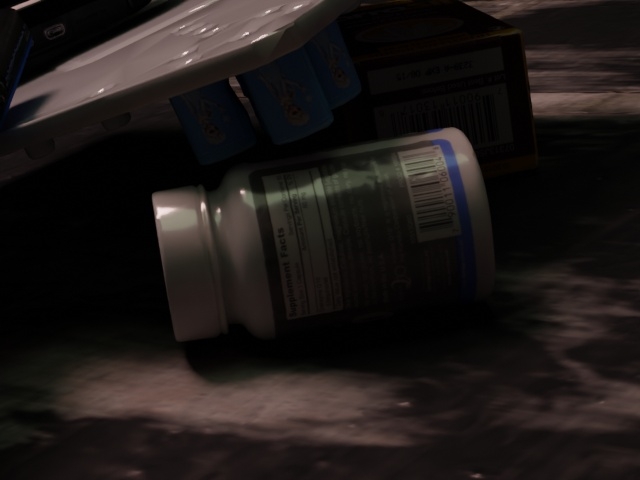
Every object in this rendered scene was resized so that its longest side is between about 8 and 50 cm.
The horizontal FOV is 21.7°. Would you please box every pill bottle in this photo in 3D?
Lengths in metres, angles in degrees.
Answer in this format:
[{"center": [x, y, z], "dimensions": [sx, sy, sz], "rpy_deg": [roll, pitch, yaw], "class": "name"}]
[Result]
[{"center": [0.000, 0.000, 0.713], "dimensions": [0.137, 0.078, 0.078], "rpy_deg": [-10, 16, -4], "class": "pill bottle"}]

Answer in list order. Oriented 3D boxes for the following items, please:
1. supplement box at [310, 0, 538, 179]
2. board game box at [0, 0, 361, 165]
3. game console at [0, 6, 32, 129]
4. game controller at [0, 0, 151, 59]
[{"center": [0.051, -0.090, 0.982], "dimensions": [0.104, 0.081, 0.188], "rpy_deg": [-11, 16, -6], "class": "supplement box"}, {"center": [-0.087, -0.099, 0.919], "dimensions": [0.390, 0.050, 0.390], "rpy_deg": [-16, 17, 32], "class": "board game box"}, {"center": [-0.297, -0.049, 0.705], "dimensions": [0.293, 0.173, 0.250], "rpy_deg": [-26, 25, 10], "class": "game console"}, {"center": [-0.244, -0.128, 0.950], "dimensions": [0.319, 0.067, 0.166], "rpy_deg": [-24, 45, -10], "class": "game controller"}]
